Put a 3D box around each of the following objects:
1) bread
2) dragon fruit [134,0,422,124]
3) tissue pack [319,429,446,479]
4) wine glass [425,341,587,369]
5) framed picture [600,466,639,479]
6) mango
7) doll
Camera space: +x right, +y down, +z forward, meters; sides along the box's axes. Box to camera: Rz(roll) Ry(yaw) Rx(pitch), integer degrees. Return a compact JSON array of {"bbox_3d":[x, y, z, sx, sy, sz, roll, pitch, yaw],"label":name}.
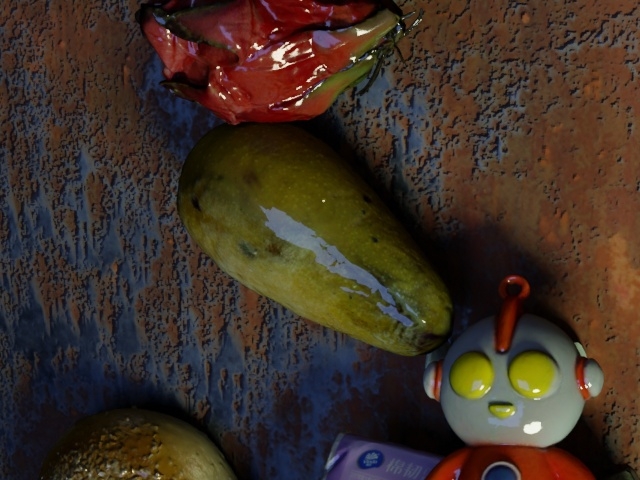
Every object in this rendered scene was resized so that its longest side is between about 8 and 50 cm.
[{"bbox_3d":[-0.217,0.347,1.822,0.306,0.159,0.305,9,109,25],"label":"bread"},{"bbox_3d":[-0.040,-0.207,1.494,0.293,0.234,0.233,19,116,41],"label":"dragon fruit"},{"bbox_3d":[0.144,0.351,1.568,0.338,0.160,0.242,11,74,32],"label":"tissue pack"},{"bbox_3d":[0.188,0.132,1.580,0.155,0.073,0.073,4,108,32],"label":"wine glass"},{"bbox_3d":[0.312,0.391,1.625,0.209,0.019,0.281,-30,90,33],"label":"framed picture"},{"bbox_3d":[0.001,-0.003,1.577,0.329,0.176,0.175,31,111,10],"label":"mango"},{"bbox_3d":[0.177,0.192,1.456,0.200,0.105,0.336,-2,70,22],"label":"doll"}]
